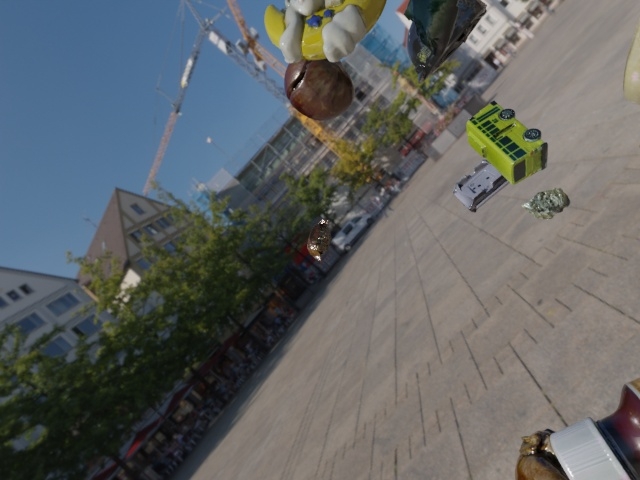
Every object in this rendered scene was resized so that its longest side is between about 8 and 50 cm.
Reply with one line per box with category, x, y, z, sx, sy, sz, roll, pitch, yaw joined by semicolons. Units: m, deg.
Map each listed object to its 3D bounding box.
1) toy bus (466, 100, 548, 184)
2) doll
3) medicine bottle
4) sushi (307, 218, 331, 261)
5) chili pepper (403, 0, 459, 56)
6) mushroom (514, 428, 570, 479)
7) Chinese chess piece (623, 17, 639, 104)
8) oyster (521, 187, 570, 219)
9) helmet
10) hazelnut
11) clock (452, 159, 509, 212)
toy bus;0.588;-0.316;1.389;0.150;0.262;0.128;-32;-38;5
doll;0.000;-0.438;0.805;0.252;0.237;0.111;-65;-31;-8
medicine bottle;0.746;0.450;0.968;0.395;0.242;0.242;-39;2;16
sushi;0.000;0.000;1.175;0.052;0.055;0.120;77;-155;-44
chili pepper;0.249;-0.539;0.948;0.148;0.116;0.264;96;-170;-53
mushroom;0.671;0.702;1.250;0.195;0.283;0.263;-22;-31;25
Chinese chess piece;0.821;-0.460;1.028;0.273;0.102;0.273;-24;-55;-40
oyster;0.912;-0.144;1.743;0.177;0.125;0.064;-29;3;5
helmet;0.345;-0.616;1.279;0.230;0.160;0.279;-49;4;-34
hazelnut;0.002;-0.509;1.387;0.218;0.234;0.218;-42;34;38
clock;0.730;-0.257;1.948;0.253;0.083;0.186;-42;31;15
